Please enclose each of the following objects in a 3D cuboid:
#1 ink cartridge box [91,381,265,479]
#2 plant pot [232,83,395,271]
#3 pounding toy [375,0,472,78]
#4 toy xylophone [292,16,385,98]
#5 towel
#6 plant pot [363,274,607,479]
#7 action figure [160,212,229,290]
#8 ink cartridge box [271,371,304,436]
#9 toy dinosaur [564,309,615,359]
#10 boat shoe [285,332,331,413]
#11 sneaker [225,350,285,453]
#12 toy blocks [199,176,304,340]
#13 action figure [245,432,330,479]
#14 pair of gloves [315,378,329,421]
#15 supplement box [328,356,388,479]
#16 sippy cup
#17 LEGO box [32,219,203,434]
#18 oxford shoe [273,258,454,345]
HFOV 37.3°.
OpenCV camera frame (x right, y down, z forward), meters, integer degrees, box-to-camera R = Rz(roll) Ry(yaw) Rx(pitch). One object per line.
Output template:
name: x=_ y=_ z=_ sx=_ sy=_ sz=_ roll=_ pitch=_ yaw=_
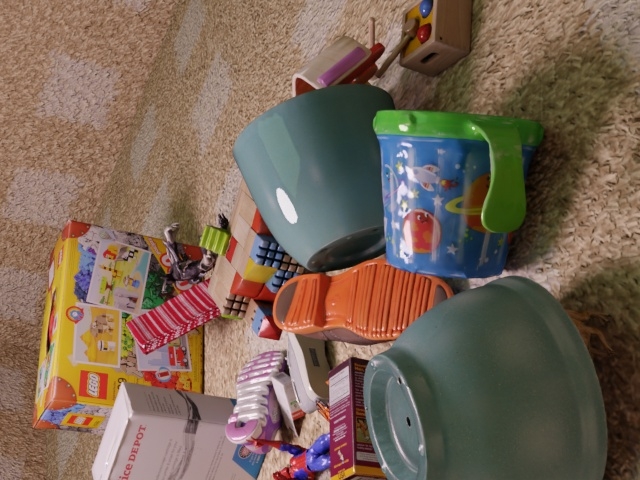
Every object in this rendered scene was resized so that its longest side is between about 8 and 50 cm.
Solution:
ink cartridge box: x=-0.285 y=0.433 z=1.941 sx=0.223 sy=0.308 sz=0.129 roll=-69 pitch=27 yaw=15
plant pot: x=0.026 y=-0.087 z=1.607 sx=0.293 sy=0.293 sz=0.235 roll=-43 pitch=61 yaw=50
pounding toy: x=0.175 y=-0.346 z=1.618 sx=0.141 sy=0.100 sz=0.130 roll=-26 pitch=55 yaw=59
toy xylophone: x=0.040 y=-0.269 z=1.720 sx=0.236 sy=0.081 sz=0.322 roll=-44 pitch=-15 yaw=-7
towel: x=-0.323 y=0.165 z=2.265 sx=0.199 sy=0.275 sz=0.031 roll=34 pitch=149 yaw=63
plant pot: x=0.171 y=0.202 z=1.135 sx=0.293 sy=0.196 sz=0.293 roll=170 pitch=90 yaw=-72
action figure: x=-0.294 y=0.020 z=2.302 sx=0.276 sy=0.164 sz=0.140 roll=-30 pitch=75 yaw=32
ink cartridge box: x=-0.058 y=0.318 z=1.841 sx=0.063 sy=0.029 sz=0.115 roll=18 pitch=127 yaw=65
toy dinosaur: x=0.300 y=0.100 z=1.149 sx=0.053 sy=0.093 sz=0.183 roll=-68 pitch=27 yaw=17
boat shoe: x=-0.034 y=0.222 z=1.796 sx=0.081 sy=0.079 sz=0.227 roll=-50 pitch=39 yaw=36
sneaker: x=-0.114 y=0.328 z=1.897 sx=0.095 sy=0.104 sz=0.236 roll=-16 pitch=38 yaw=28
toy blocks: x=-0.114 y=0.023 z=1.919 sx=0.261 sy=0.191 sz=0.381 roll=41 pitch=115 yaw=64
action figure: x=-0.035 y=0.374 z=1.666 sx=0.280 sy=0.139 sz=0.091 roll=133 pitch=142 yaw=-51
pair of gloves: x=0.029 y=0.286 z=1.676 sx=0.074 sy=0.010 sz=0.083 roll=37 pitch=113 yaw=26
supplement box: x=0.076 y=0.291 z=1.505 sx=0.081 sy=0.104 sz=0.188 roll=-43 pitch=41 yaw=50
sippy cup: x=0.185 y=-0.064 z=1.345 sx=0.305 sy=0.240 sz=0.224 roll=-12 pitch=-73 yaw=-71
LEGO box: x=-0.504 y=0.235 z=2.416 sx=0.193 sy=0.373 sz=0.500 roll=-48 pitch=38 yaw=47
oxford shoe: x=0.090 y=0.111 z=1.565 sx=0.364 sy=0.133 sz=0.129 roll=-2 pitch=69 yaw=45
